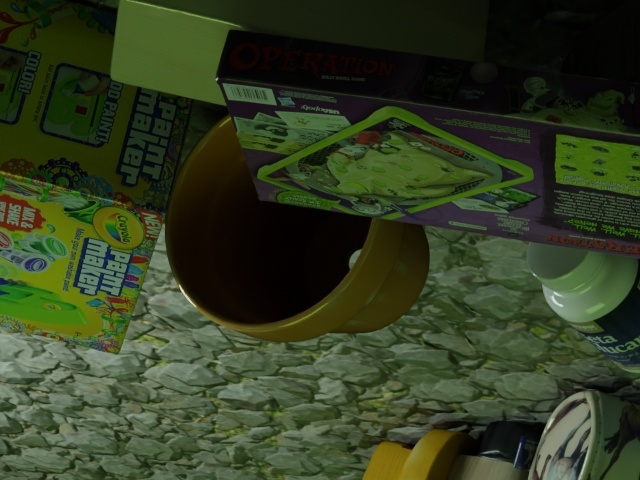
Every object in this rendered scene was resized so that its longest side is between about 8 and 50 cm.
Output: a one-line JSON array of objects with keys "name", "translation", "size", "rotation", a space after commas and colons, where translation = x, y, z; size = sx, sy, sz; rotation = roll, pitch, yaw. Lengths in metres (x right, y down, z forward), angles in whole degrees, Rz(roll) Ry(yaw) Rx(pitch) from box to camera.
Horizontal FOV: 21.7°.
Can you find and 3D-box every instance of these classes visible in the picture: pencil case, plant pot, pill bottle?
[{"name": "pencil case", "translation": [0.418, 0.304, 1.839], "size": [0.410, 0.160, 0.184], "rotation": [22, 115, -18]}, {"name": "plant pot", "translation": [0.000, 0.000, 1.449], "size": [0.205, 0.205, 0.188], "rotation": [-5, 162, 27]}, {"name": "pill bottle", "translation": [0.261, 0.045, 1.518], "size": [0.094, 0.094, 0.169], "rotation": [-14, 142, 38]}]

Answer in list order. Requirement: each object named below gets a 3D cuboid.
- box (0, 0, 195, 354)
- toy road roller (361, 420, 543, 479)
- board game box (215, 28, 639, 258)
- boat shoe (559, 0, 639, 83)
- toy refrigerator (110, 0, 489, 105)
[{"name": "box", "translation": [-0.269, -0.065, 1.428], "size": [0.279, 0.177, 0.290], "rotation": [14, 151, -7]}, {"name": "toy road roller", "translation": [0.181, 0.352, 1.993], "size": [0.240, 0.203, 0.329], "rotation": [5, 147, 36]}, {"name": "board game box", "translation": [0.110, -0.064, 1.213], "size": [0.346, 0.056, 0.208], "rotation": [9, 154, 11]}, {"name": "boat shoe", "translation": [0.293, -0.142, 1.172], "size": [0.130, 0.132, 0.355], "rotation": [10, 161, -18]}, {"name": "toy refrigerator", "translation": [-0.016, -0.157, 1.267], "size": [0.269, 0.094, 0.102], "rotation": [12, 147, -4]}]
